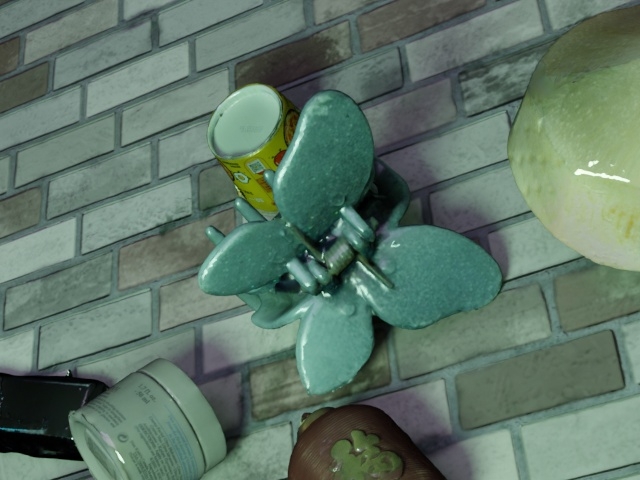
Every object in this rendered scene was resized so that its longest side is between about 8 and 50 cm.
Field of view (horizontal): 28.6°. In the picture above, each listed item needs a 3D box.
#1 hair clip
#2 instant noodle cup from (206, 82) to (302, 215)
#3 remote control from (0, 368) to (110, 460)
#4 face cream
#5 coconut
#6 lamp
[{"bbox_3d":[0.000,0.000,1.750,0.318,0.392,0.238,-45,25,1],"label":"hair clip"},{"bbox_3d":[-0.087,-0.151,1.967,0.182,0.144,0.182,-14,56,23],"label":"instant noodle cup"},{"bbox_3d":[-0.507,0.268,2.008,0.398,0.062,0.145,-1,61,30],"label":"remote control"},{"bbox_3d":[-0.242,0.275,1.745,0.153,0.177,0.177,-31,44,-29],"label":"face cream"},{"bbox_3d":[0.411,-0.140,1.548,0.352,0.352,0.353,-14,56,22],"label":"coconut"},{"bbox_3d":[0.062,0.309,1.586,0.180,0.180,0.258,-42,49,1],"label":"lamp"}]
